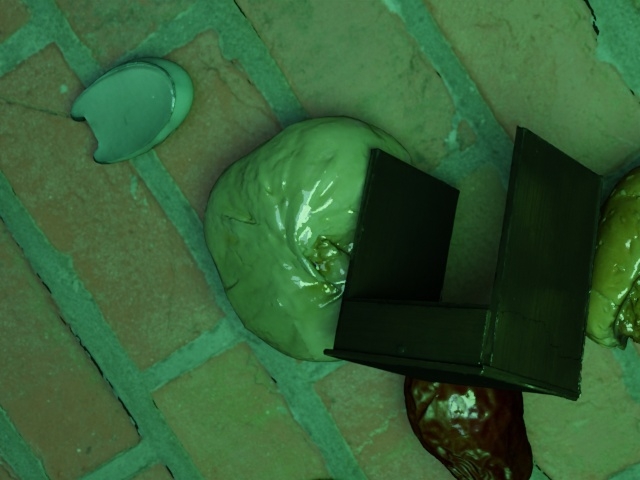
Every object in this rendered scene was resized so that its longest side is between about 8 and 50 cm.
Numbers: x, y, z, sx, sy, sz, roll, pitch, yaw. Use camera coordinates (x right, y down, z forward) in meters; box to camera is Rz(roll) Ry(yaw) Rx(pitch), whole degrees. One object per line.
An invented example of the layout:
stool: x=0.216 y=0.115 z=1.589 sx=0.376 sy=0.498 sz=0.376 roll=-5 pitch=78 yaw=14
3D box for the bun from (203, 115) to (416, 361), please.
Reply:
bun: x=0.000 y=0.000 z=1.204 sx=0.361 sy=0.213 sz=0.360 roll=1 pitch=100 yaw=5

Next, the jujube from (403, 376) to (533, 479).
jujube: x=0.225 y=0.258 z=1.236 sx=0.190 sy=0.190 sz=0.255 roll=-29 pitch=108 yaw=12

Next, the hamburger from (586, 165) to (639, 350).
hamburger: x=0.420 y=0.017 z=1.112 sx=0.145 sy=0.283 sz=0.259 roll=17 pitch=93 yaw=20

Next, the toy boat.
toy boat: x=-0.280 y=-0.201 z=1.288 sx=0.208 sy=0.079 sz=0.134 roll=-28 pitch=87 yaw=22

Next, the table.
table: x=0.179 y=0.032 z=1.041 sx=0.251 sy=0.196 sz=0.281 roll=-2 pitch=73 yaw=49
